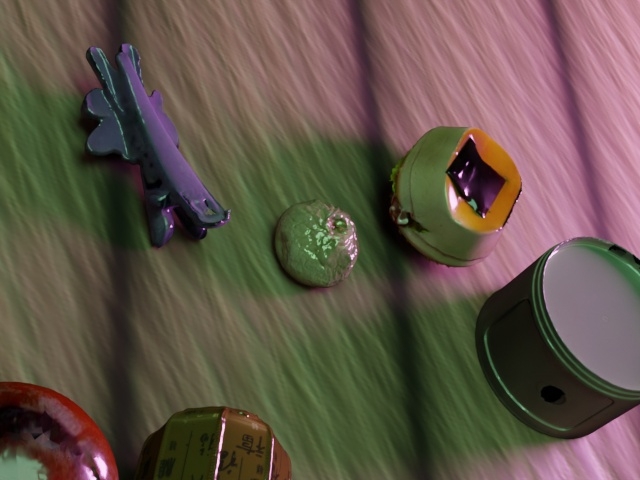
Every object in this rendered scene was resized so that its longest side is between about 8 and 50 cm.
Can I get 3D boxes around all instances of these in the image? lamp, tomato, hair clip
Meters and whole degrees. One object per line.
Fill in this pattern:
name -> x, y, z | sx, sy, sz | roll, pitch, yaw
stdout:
lamp -> -0.112, 0.270, 1.251 | 0.161, 0.161, 0.185 | 19, 52, -20
tomato -> -0.288, 0.229, 1.145 | 0.208, 0.184, 0.208 | 16, 55, -24
hair clip -> -0.208, -0.105, 1.483 | 0.137, 0.090, 0.278 | -16, 66, -39

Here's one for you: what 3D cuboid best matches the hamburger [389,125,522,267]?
hamburger -> 0.179, -0.063, 1.672 | 0.173, 0.116, 0.210 | 42, 44, -12

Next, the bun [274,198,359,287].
bun -> 0.000, 0.000, 1.545 | 0.115, 0.069, 0.115 | 14, 55, -21

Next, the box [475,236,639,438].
box -> 0.334, 0.124, 1.616 | 0.226, 0.149, 0.226 | 15, 54, -22
